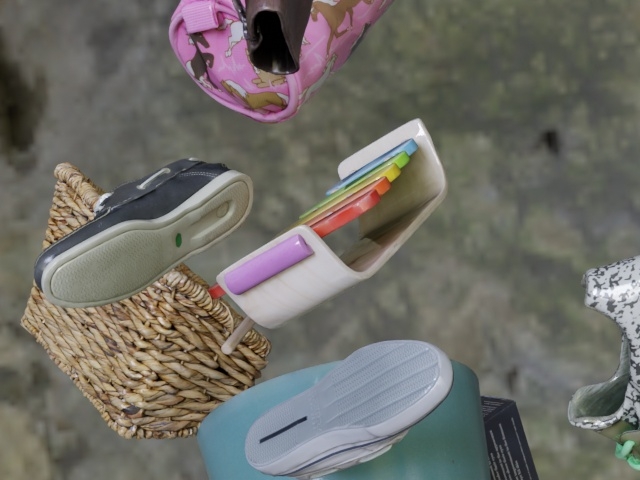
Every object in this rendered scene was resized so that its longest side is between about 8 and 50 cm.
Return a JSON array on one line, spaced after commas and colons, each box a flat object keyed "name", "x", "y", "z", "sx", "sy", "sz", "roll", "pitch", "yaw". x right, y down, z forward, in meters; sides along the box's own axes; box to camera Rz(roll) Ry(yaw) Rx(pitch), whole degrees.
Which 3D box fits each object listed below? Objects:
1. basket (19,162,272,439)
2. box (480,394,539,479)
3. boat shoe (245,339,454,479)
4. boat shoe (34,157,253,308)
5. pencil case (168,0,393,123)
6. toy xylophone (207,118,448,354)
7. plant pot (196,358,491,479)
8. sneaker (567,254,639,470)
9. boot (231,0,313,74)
[{"name": "basket", "x": -0.182, "y": 0.065, "z": 2.298, "sx": 0.299, "sy": 0.213, "sz": 0.223, "roll": 40, "pitch": 120, "yaw": 48}, {"name": "box", "x": 0.147, "y": 0.293, "z": 2.323, "sx": 0.108, "sy": 0.207, "sz": 0.153, "roll": 2, "pitch": 115, "yaw": 50}, {"name": "boat shoe", "x": 0.037, "y": 0.149, "z": 1.712, "sx": 0.076, "sy": 0.226, "sz": 0.083, "roll": 27, "pitch": -128, "yaw": -41}, {"name": "boat shoe", "x": -0.166, "y": -0.009, "z": 1.748, "sx": 0.079, "sy": 0.233, "sz": 0.084, "roll": 33, "pitch": 135, "yaw": 31}, {"name": "pencil case", "x": 0.016, "y": -0.296, "z": 2.017, "sx": 0.386, "sy": 0.160, "sz": 0.167, "roll": -50, "pitch": -7, "yaw": -27}, {"name": "toy xylophone", "x": 0.000, "y": 0.000, "z": 1.918, "sx": 0.081, "sy": 0.236, "sz": 0.322, "roll": 56, "pitch": -156, "yaw": -6}, {"name": "plant pot", "x": 0.039, "y": 0.279, "z": 1.971, "sx": 0.293, "sy": 0.293, "sz": 0.235, "roll": 93, "pitch": 166, "yaw": -66}, {"name": "sneaker", "x": 0.308, "y": 0.153, "z": 1.727, "sx": 0.158, "sy": 0.182, "sz": 0.410, "roll": -87, "pitch": -12, "yaw": -59}, {"name": "boot", "x": -0.021, "y": -0.252, "z": 1.375, "sx": 0.248, "sy": 0.090, "sz": 0.206, "roll": 85, "pitch": -173, "yaw": -68}]
